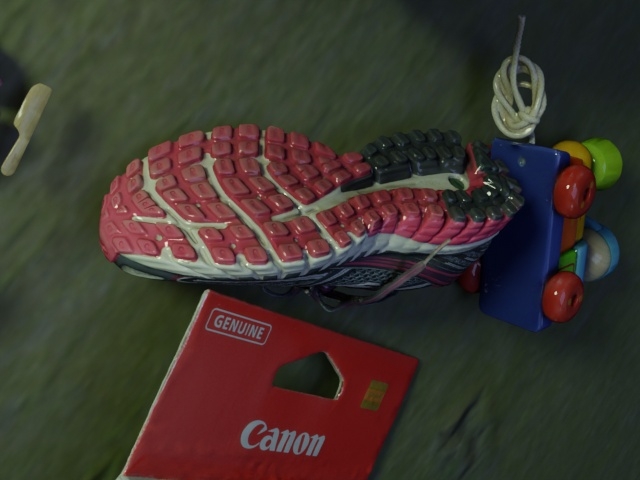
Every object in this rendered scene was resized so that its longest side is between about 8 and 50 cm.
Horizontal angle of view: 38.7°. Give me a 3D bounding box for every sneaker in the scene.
[{"bbox_3d":[0.000,0.000,0.618,0.299,0.121,0.112,-1,137,-28],"label":"sneaker"}]

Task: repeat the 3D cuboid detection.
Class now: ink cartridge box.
[{"bbox_3d":[-0.028,0.192,0.647,0.296,0.066,0.261,25,92,-54],"label":"ink cartridge box"}]

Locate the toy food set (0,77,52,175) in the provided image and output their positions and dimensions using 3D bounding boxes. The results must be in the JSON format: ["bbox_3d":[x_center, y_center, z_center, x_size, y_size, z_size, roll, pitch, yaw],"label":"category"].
[{"bbox_3d":[-0.214,-0.085,0.490,0.122,0.019,0.078,25,90,-31],"label":"toy food set"}]

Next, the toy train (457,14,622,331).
[{"bbox_3d":[0.200,-0.062,0.750,0.143,0.105,0.248,-17,116,-42],"label":"toy train"}]
